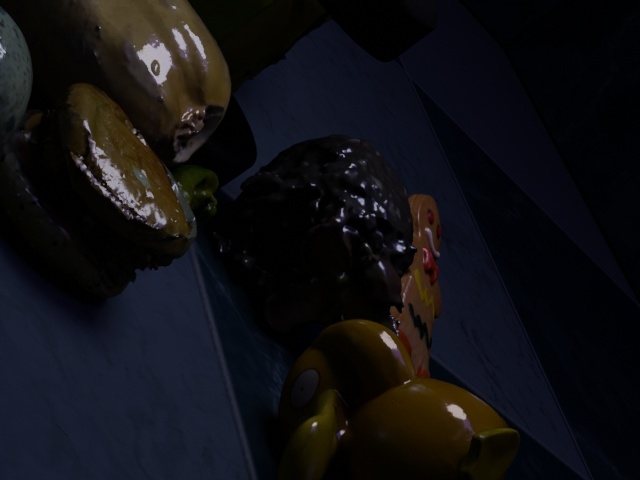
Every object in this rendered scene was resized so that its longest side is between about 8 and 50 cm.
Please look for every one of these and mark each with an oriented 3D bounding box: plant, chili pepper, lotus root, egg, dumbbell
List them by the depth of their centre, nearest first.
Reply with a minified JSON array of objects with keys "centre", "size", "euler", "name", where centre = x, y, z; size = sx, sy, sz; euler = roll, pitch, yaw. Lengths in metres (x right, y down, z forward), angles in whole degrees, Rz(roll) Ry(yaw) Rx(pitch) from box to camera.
[{"centre":[-0.282,-0.124,1.181],"size":[0.141,0.141,0.182],"euler":[46,12,-27],"name":"egg"},{"centre":[-0.148,-0.033,1.499],"size":[0.073,0.072,0.204],"euler":[45,19,1],"name":"chili pepper"},{"centre":[-0.218,-0.210,1.510],"size":[0.169,0.151,0.343],"euler":[-26,68,-37],"name":"lotus root"},{"centre":[-0.059,-0.208,1.648],"size":[0.204,0.322,0.204],"euler":[48,17,-20],"name":"dumbbell"},{"centre":[0.000,0.000,1.673],"size":[0.204,0.178,0.234],"euler":[60,24,-22],"name":"plant"}]

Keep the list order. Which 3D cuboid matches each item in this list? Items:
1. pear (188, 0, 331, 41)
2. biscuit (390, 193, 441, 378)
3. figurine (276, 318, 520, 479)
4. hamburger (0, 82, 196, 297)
[{"centre":[-0.094,-0.420,1.966],"size":[0.391,0.391,0.391],"euler":[48,17,-20],"name":"pear"},{"centre":[0.115,0.053,1.893],"size":[0.165,0.036,0.250],"euler":[59,35,-49],"name":"biscuit"},{"centre":[0.064,0.185,1.450],"size":[0.228,0.215,0.215],"euler":[13,13,10],"name":"figurine"},{"centre":[-0.190,-0.036,1.344],"size":[0.177,0.113,0.185],"euler":[55,7,24],"name":"hamburger"}]
